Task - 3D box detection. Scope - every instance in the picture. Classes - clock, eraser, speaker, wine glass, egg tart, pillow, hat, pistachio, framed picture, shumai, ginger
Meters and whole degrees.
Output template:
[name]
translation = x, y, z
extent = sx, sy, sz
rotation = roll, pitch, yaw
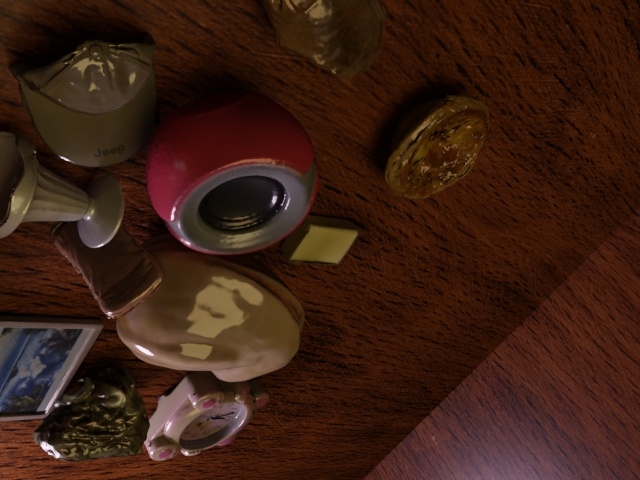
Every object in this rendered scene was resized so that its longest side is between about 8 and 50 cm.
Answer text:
[clock]
translation = -0.309, 0.482, 1.659
extent = 0.284, 0.114, 0.310
rotation = -51, 143, 14
[eraser]
translation = 0.000, 0.000, 1.449
extent = 0.172, 0.058, 0.117
rotation = 5, 126, -43
[speaker]
translation = -0.149, -0.109, 1.038
extent = 0.294, 0.294, 0.294
rotation = -23, 141, -20
[wine glass]
translation = -0.431, -0.067, 0.945
extent = 0.165, 0.165, 0.197
rotation = -49, 147, 14
[egg tart]
translation = 0.258, -0.224, 1.383
extent = 0.291, 0.115, 0.290
rotation = -23, 143, -19
[pillow]
translation = -0.378, 0.028, 1.058
extent = 0.135, 0.211, 0.034
rotation = -37, 172, -4
[hat]
translation = -0.328, -0.201, 0.912
extent = 0.214, 0.149, 0.244
rotation = -23, 130, -19
[pistachio]
translation = -0.233, 0.153, 1.236
extent = 0.366, 0.281, 0.445
rotation = -19, 138, 27
[framed picture]
translation = -0.624, 0.274, 1.248
extent = 0.232, 0.024, 0.314
rotation = 10, 123, -46
[shumai]
translation = -0.511, 0.384, 1.369
extent = 0.256, 0.189, 0.218
rotation = 11, 100, -44
[ginger]
translation = 0.018, -0.395, 0.994
extent = 0.276, 0.130, 0.221
rotation = -4, 123, -44
